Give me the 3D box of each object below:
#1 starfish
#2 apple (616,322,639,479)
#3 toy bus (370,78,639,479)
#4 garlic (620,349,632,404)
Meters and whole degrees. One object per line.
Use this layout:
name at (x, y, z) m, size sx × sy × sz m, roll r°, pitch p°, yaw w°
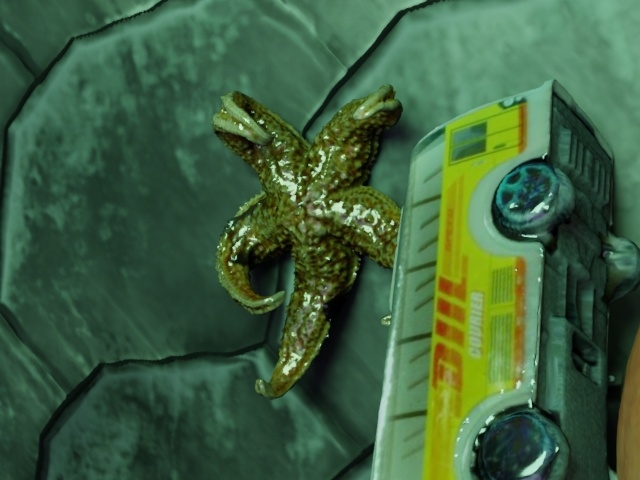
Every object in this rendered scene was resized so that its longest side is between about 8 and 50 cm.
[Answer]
starfish at (-0.001, 0.002, 0.586) m, size 0.146 × 0.074 × 0.190 m, roll 9°, pitch 106°, yaw 26°
apple at (0.278, 0.082, 0.315) m, size 0.364 × 0.364 × 0.364 m, roll 7°, pitch 105°, yaw 26°
toy bus at (0.085, 0.059, 0.474) m, size 0.106 × 0.092 × 0.268 m, roll -12°, pitch 56°, yaw 36°
garlic at (0.189, 0.067, 0.528) m, size 0.053 × 0.041 × 0.083 m, roll 47°, pitch 126°, yaw -6°
